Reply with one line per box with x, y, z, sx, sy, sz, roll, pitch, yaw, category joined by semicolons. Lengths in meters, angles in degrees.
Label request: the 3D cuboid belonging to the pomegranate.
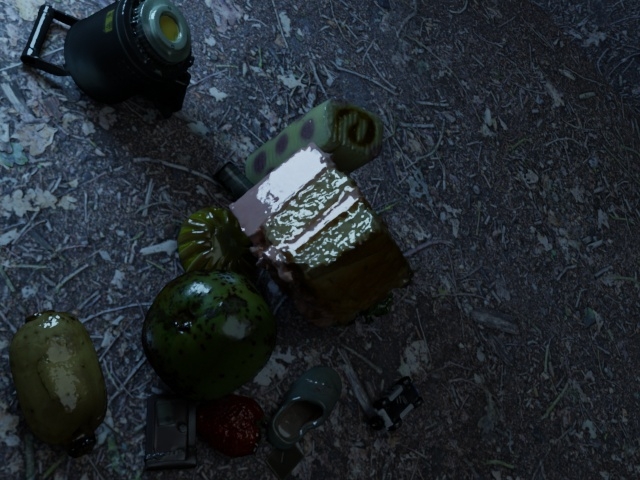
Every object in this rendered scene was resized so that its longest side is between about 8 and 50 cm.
-0.214;0.204;1.722;0.340;0.284;0.285;33;47;-64;pomegranate

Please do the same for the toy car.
0.184;0.418;2.023;0.170;0.070;0.080;-33;93;-42;toy car

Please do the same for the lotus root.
-0.494;0.274;1.532;0.160;0.146;0.284;-19;78;-19;lotus root

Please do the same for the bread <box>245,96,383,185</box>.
-0.018;-0.217;1.966;0.187;0.338;0.155;18;62;-33;bread

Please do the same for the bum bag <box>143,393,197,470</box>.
-0.312;0.398;1.675;0.109;0.026;0.160;3;62;-14;bum bag

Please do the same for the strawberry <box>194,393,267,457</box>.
-0.191;0.390;1.722;0.148;0.131;0.131;32;55;-18;strawberry

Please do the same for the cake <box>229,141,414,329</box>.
0.000;0.000;1.791;0.293;0.314;0.307;-35;59;-3;cake

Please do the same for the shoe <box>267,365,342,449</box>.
-0.022;0.380;1.867;0.103;0.100;0.251;50;52;-7;shoe

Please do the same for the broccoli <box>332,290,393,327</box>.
0.056;0.136;1.986;0.226;0.198;0.176;-42;136;-12;broccoli

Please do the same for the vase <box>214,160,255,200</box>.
-0.171;-0.101;1.984;0.211;0.060;0.060;47;51;-13;vase

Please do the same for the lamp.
-0.431;-0.439;1.791;0.374;0.272;0.205;24;57;-27;lamp

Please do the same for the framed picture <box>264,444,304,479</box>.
-0.082;0.497;1.833;0.066;0.006;0.089;53;49;-6;framed picture

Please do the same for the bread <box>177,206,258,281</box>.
-0.233;0.021;1.860;0.213;0.104;0.214;12;67;-30;bread
